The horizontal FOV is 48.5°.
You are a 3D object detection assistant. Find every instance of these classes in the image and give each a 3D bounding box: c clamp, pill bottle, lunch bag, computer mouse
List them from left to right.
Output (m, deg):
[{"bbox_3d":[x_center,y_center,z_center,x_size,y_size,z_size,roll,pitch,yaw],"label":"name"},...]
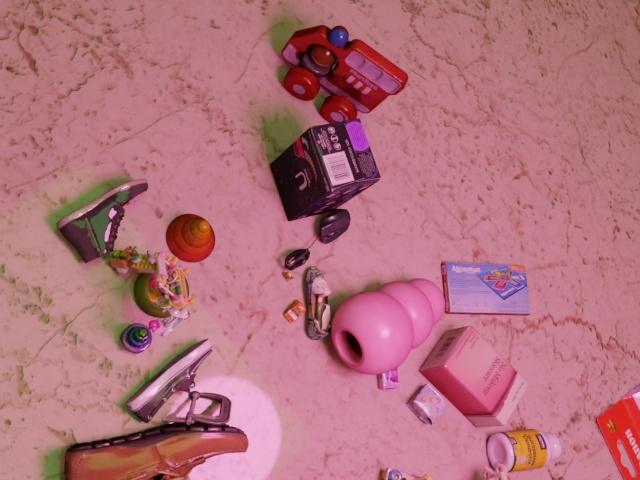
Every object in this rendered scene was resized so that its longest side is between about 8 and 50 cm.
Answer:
[{"bbox_3d":[-0.262,0.366,1.560,0.137,0.161,0.022,10,102,0],"label":"c clamp"},{"bbox_3d":[0.000,0.000,1.815,0.242,0.041,0.071,-44,141,-27],"label":"computer mouse"},{"bbox_3d":[0.277,0.426,1.837,0.083,0.053,0.071,43,60,2],"label":"lunch bag"},{"bbox_3d":[0.546,0.558,1.896,0.184,0.103,0.103,1,75,-25],"label":"pill bottle"}]

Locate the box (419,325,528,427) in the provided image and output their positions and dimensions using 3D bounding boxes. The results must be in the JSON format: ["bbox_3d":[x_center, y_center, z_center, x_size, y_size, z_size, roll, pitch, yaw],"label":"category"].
[{"bbox_3d":[0.404,0.359,1.872,0.232,0.127,0.149,44,62,-8],"label":"box"}]

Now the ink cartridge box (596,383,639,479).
[{"bbox_3d":[1.036,0.582,2.128,0.384,0.091,0.308,-23,86,-29],"label":"ink cartridge box"}]

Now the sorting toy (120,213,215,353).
[{"bbox_3d":[-0.334,0.082,1.605,0.127,0.126,0.366,32,64,-14],"label":"sorting toy"}]

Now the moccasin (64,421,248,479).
[{"bbox_3d":[-0.334,0.470,1.491,0.379,0.139,0.147,-6,85,-29],"label":"moccasin"}]

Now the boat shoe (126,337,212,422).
[{"bbox_3d":[-0.319,0.313,1.576,0.228,0.080,0.076,-41,101,-27],"label":"boat shoe"}]

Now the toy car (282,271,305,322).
[{"bbox_3d":[-0.075,0.139,1.758,0.060,0.040,0.122,-25,88,-28],"label":"toy car"}]

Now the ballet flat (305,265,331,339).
[{"bbox_3d":[0.002,0.153,1.776,0.070,0.070,0.189,2,76,-25],"label":"ballet flat"}]

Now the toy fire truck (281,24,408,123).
[{"bbox_3d":[0.056,-0.455,1.863,0.302,0.254,0.169,34,64,-13],"label":"toy fire truck"}]

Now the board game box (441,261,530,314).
[{"bbox_3d":[0.473,0.139,2.022,0.281,0.027,0.145,4,76,-24],"label":"board game box"}]

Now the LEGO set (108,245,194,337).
[{"bbox_3d":[-0.366,0.065,1.509,0.132,0.107,0.287,-42,53,-5],"label":"LEGO set"}]

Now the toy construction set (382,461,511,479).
[{"bbox_3d":[0.318,0.651,1.749,0.327,0.151,0.215,-3,77,-15],"label":"toy construction set"}]

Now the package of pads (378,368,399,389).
[{"bbox_3d":[0.173,0.339,1.823,0.050,0.032,0.083,3,75,-23],"label":"package of pads"}]

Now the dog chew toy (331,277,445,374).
[{"bbox_3d":[0.186,0.196,1.783,0.331,0.206,0.207,-26,88,-36],"label":"dog chew toy"}]

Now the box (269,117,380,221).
[{"bbox_3d":[0.004,-0.169,1.749,0.143,0.270,0.165,-15,82,-28],"label":"box"}]

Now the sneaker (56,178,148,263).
[{"bbox_3d":[-0.469,-0.046,1.611,0.222,0.083,0.118,-34,97,-20],"label":"sneaker"}]
